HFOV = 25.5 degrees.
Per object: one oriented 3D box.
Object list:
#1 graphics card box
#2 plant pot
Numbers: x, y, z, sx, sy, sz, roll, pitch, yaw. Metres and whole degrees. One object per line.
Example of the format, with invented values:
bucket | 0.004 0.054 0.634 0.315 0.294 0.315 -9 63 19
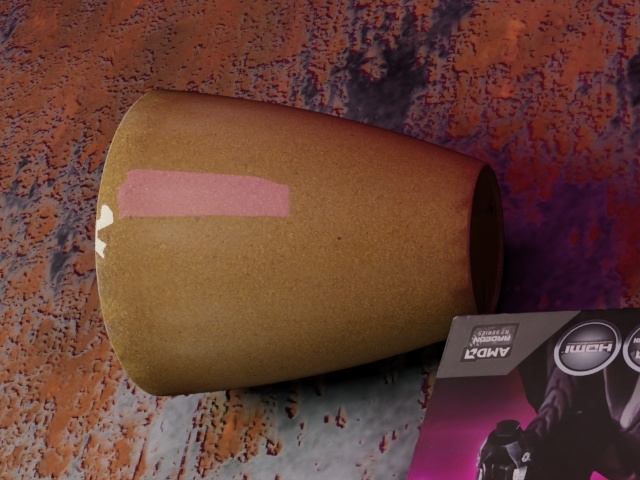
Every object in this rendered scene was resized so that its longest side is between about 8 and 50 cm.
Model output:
graphics card box | 0.149 0.208 0.814 0.233 0.094 0.371 -5 48 34
plant pot | 0.000 0.000 1.052 0.254 0.237 0.237 -1 50 20
